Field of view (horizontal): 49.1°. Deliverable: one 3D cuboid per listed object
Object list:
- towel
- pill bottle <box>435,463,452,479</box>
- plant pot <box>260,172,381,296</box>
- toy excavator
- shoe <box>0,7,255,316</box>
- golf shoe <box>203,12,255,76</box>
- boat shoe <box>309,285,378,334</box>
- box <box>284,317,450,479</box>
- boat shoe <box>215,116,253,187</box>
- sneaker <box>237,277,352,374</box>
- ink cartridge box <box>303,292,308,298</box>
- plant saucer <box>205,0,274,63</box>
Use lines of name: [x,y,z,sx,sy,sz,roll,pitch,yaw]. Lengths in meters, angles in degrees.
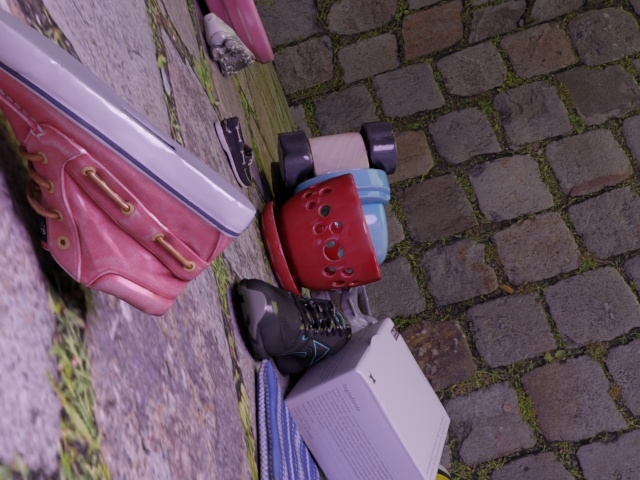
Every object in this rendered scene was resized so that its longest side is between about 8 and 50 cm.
towel: [0.004,0.323,0.751,0.243,0.040,0.336,-104,175,-59]
pill bottle: [0.220,0.633,1.433,0.334,0.187,0.188,-103,175,-57]
plant pot: [0.000,0.000,1.191,0.191,0.174,0.191,-18,90,-87]
toy excavator: [0.037,0.034,1.447,0.433,0.222,0.445,115,-34,-73]
shoe: [-0.121,-0.036,0.337,0.178,0.081,0.063,39,5,-25]
golf shoe: [-0.167,-0.353,1.259,0.086,0.069,0.176,64,-1,4]
boat shoe: [0.068,0.144,1.165,0.118,0.103,0.320,61,-3,-20]
box: [0.068,0.227,0.926,0.182,0.119,0.181,59,23,-4]
boat shoe: [-0.121,-0.132,1.056,0.046,0.038,0.125,-103,175,-50]
sneaker: [-0.027,0.095,0.853,0.267,0.106,0.101,59,15,-71]
ink cartridge box: [0.004,0.220,1.132,0.239,0.060,0.275,59,4,-2]
plant saucer: [-0.185,-0.492,1.347,0.332,0.084,0.332,-21,90,-88]
